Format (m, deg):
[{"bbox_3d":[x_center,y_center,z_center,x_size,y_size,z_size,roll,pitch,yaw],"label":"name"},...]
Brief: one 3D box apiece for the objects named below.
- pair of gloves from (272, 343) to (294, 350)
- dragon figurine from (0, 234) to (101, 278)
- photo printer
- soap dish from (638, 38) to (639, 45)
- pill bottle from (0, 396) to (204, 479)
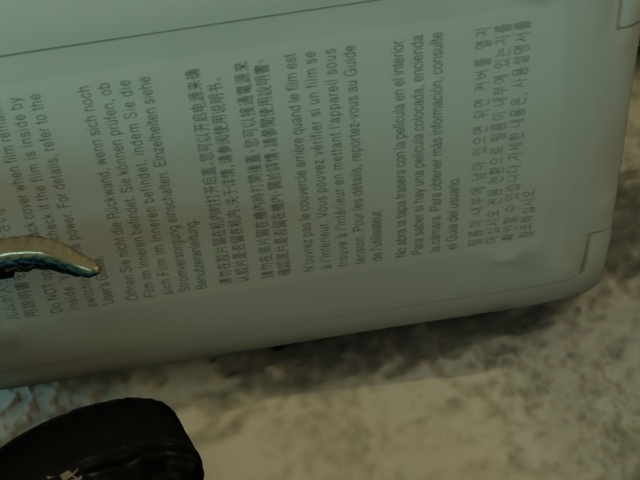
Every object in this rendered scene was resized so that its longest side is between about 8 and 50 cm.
[{"bbox_3d":[0.000,0.000,0.721,0.083,0.010,0.074,-24,75,-11],"label":"pair of gloves"},{"bbox_3d":[-0.181,0.103,0.587,0.289,0.085,0.144,-31,117,-2],"label":"dragon figurine"},{"bbox_3d":[-0.049,-0.058,0.602,0.307,0.256,0.107,-9,54,-3],"label":"photo printer"},{"bbox_3d":[0.279,-0.156,0.747,0.290,0.118,0.229,19,71,1],"label":"soap dish"},{"bbox_3d":[-0.045,0.168,0.595,0.122,0.123,0.219,-24,64,-13],"label":"pill bottle"}]
